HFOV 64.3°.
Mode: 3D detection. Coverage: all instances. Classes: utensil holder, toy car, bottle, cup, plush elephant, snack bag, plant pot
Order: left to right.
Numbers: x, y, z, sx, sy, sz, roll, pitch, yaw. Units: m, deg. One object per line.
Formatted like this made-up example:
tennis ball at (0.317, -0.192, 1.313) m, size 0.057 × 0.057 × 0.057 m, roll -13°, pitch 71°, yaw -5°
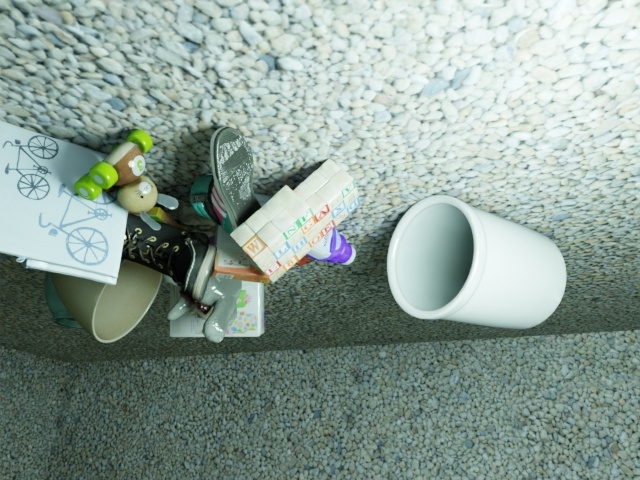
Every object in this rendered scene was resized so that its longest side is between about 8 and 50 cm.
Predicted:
snack bag at (-0.575, -0.086, 1.066) m, size 0.342 × 0.323 × 0.037 m, roll 17°, pitch 143°, yaw -32°
plant pot at (-0.902, 0.223, 1.933) m, size 0.293 × 0.196 × 0.293 m, roll 0°, pitch 156°, yaw 0°
cup at (-0.696, 0.124, 1.618) m, size 0.237 × 0.331 × 0.331 m, roll 23°, pitch 159°, yaw 12°
toy car at (-0.401, -0.115, 1.119) m, size 0.149 × 0.155 × 0.188 m, roll -21°, pitch 120°, yaw 41°
plush elephant at (-0.396, 0.171, 1.664) m, size 0.255 × 0.330 × 0.272 m, roll -32°, pitch 102°, yaw 34°
bottle at (0.000, 0.000, 1.495) m, size 0.092 × 0.118 × 0.283 m, roll -17°, pitch 150°, yaw 33°
utensil holder at (0.433, 0.079, 1.416) m, size 0.385 × 0.328 × 0.327 m, roll 15°, pitch 153°, yaw -32°

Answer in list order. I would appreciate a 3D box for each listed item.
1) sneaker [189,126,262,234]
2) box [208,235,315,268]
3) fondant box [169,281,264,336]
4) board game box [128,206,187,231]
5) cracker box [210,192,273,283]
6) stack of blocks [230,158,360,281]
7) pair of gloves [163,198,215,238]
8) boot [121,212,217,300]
sneaker at (-0.236, -0.140, 1.197) m, size 0.178 × 0.124 × 0.296 m, roll 22°, pitch 136°, yaw 34°
box at (-0.178, 0.029, 1.601) m, size 0.201 × 0.057 × 0.293 m, roll -20°, pitch 152°, yaw 26°
fondant box at (-0.374, 0.226, 1.851) m, size 0.330 × 0.238 × 0.096 m, roll -1°, pitch 175°, yaw 5°
board game box at (-0.453, -0.023, 1.478) m, size 0.124 × 0.039 × 0.259 m, roll 0°, pitch 153°, yaw 18°
cracker box at (-0.196, -0.012, 1.332) m, size 0.155 × 0.232 × 0.067 m, roll 10°, pitch 156°, yaw -19°
stack of blocks at (-0.050, -0.053, 1.201) m, size 0.297 × 0.087 × 0.171 m, roll -42°, pitch 156°, yaw -8°
pair of gloves at (-0.386, -0.044, 1.502) m, size 0.204 × 0.042 × 0.240 m, roll 20°, pitch 149°, yaw -36°
boot at (-0.408, 0.021, 1.233) m, size 0.284 × 0.138 × 0.377 m, roll 18°, pitch -171°, yaw -20°
